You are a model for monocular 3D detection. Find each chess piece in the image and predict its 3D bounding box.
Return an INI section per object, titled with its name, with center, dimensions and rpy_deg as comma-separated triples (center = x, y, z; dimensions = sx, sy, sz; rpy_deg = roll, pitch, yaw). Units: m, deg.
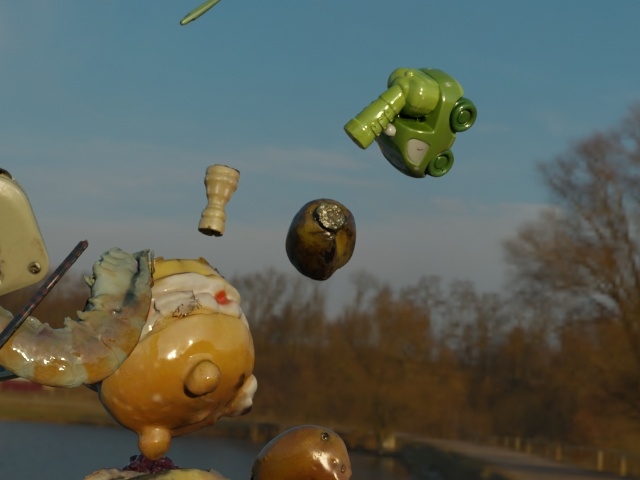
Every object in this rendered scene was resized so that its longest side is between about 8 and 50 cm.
[chess piece]
center = -0.187, -0.071, 2.113
dimensions = 0.066, 0.122, 0.066
rpy_deg = 9, -20, 3

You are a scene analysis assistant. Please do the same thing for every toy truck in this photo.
[toy truck]
center = 0.154, -0.216, 1.997
dimensions = 0.210, 0.187, 0.148
rpy_deg = 26, 14, -44

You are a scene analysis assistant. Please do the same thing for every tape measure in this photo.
[tape measure]
center = -0.604, -0.003, 1.920
dimensions = 0.271, 0.232, 0.133
rpy_deg = -21, 18, -10

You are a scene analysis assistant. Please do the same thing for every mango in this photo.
[mango]
center = -0.049, 0.476, 2.412
dimensions = 0.166, 0.236, 0.136
rpy_deg = 41, 24, -4

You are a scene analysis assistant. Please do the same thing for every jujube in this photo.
[jujube]
center = -0.288, 0.442, 2.116
dimensions = 0.104, 0.104, 0.166
rpy_deg = 12, 21, -42

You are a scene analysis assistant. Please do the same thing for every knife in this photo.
[knife]
center = -0.199, -0.528, 2.473
dimensions = 0.043, 0.020, 0.293
rpy_deg = -19, 20, 50

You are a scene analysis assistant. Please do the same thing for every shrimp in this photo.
[shrimp]
center = -0.331, 0.098, 1.455
dimensions = 0.287, 0.185, 0.068
rpy_deg = -4, -27, -29

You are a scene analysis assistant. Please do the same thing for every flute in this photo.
[flute]
center = -0.350, 0.085, 1.384
dimensions = 0.014, 0.269, 0.014
rpy_deg = 16, -45, 17

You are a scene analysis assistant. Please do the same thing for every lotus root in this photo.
[lotus root]
center = 0.000, 0.000, 1.957
dimensions = 0.120, 0.120, 0.209
rpy_deg = 5, -32, -5

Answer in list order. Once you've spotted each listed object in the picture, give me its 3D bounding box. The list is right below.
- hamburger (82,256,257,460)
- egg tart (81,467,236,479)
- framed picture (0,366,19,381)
[hamburger]
center = -0.221, 0.184, 1.772
dimensions = 0.276, 0.237, 0.276
rpy_deg = -21, -37, -17
[egg tart]
center = -0.113, 0.344, 1.189
dimensions = 0.352, 0.150, 0.352
rpy_deg = 34, 18, -13
[framed picture]
center = -0.532, 0.135, 1.654
dimensions = 0.150, 0.015, 0.203
rpy_deg = -8, 45, -41
